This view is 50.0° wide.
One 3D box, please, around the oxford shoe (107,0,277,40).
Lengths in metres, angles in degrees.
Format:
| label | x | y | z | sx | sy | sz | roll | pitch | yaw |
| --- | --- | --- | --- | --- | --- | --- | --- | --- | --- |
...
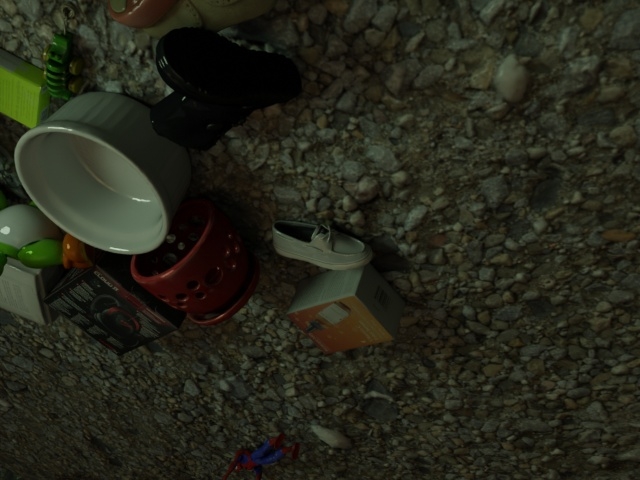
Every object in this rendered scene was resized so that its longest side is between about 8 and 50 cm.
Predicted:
| label | x | y | z | sx | sy | sz | roll | pitch | yaw |
| --- | --- | --- | --- | --- | --- | --- | --- | --- | --- |
| oxford shoe | -0.077 | -0.361 | 0.813 | 0.397 | 0.140 | 0.146 | -21 | 154 | 34 |

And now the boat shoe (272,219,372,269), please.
| label | x | y | z | sx | sy | sz | roll | pitch | yaw |
| --- | --- | --- | --- | --- | --- | --- | --- | --- | --- |
| boat shoe | 0.000 | 0.000 | 1.192 | 0.184 | 0.066 | 0.063 | 15 | 141 | 24 |

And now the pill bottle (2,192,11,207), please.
| label | x | y | z | sx | sy | sz | roll | pitch | yaw |
| --- | --- | --- | --- | --- | --- | --- | --- | --- | --- |
| pill bottle | -0.730 | -0.101 | 1.382 | 0.103 | 0.103 | 0.184 | -23 | 121 | 40 |

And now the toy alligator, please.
| label | x | y | z | sx | sy | sz | roll | pitch | yaw |
| --- | --- | --- | --- | --- | --- | --- | --- | --- | --- |
| toy alligator | -0.409 | -0.283 | 1.077 | 0.056 | 0.051 | 0.189 | 24 | 140 | -2 |

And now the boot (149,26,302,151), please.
| label | x | y | z | sx | sy | sz | roll | pitch | yaw |
| --- | --- | --- | --- | --- | --- | --- | --- | --- | --- |
| boot | -0.173 | -0.195 | 0.950 | 0.207 | 0.246 | 0.094 | -21 | 82 | 37 |

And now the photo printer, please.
| label | x | y | z | sx | sy | sz | roll | pitch | yaw |
| --- | --- | --- | --- | --- | --- | --- | --- | --- | --- |
| photo printer | -0.736 | 0.051 | 1.543 | 0.308 | 0.107 | 0.256 | 22 | 143 | 3 |

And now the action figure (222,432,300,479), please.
| label | x | y | z | sx | sy | sz | roll | pitch | yaw |
| --- | --- | --- | --- | --- | --- | --- | --- | --- | --- |
| action figure | -0.179 | 0.630 | 1.898 | 0.091 | 0.139 | 0.280 | 38 | 140 | -15 |

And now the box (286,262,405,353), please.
| label | x | y | z | sx | sy | sz | roll | pitch | yaw |
| --- | --- | --- | --- | --- | --- | --- | --- | --- | --- |
| box | 0.047 | 0.127 | 1.278 | 0.170 | 0.091 | 0.130 | -21 | 123 | 39 |

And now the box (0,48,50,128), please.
| label | x | y | z | sx | sy | sz | roll | pitch | yaw |
| --- | --- | --- | --- | --- | --- | --- | --- | --- | --- |
| box | -0.547 | -0.272 | 1.160 | 0.178 | 0.042 | 0.109 | 28 | 139 | -5 |

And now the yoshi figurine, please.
| label | x | y | z | sx | sy | sz | roll | pitch | yaw |
| --- | --- | --- | --- | --- | --- | --- | --- | --- | --- |
| yoshi figurine | -0.611 | -0.035 | 1.271 | 0.362 | 0.203 | 0.203 | -2 | 107 | -2 |

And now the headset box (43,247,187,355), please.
| label | x | y | z | sx | sy | sz | roll | pitch | yaw |
| --- | --- | --- | --- | --- | --- | --- | --- | --- | --- |
| headset box | -0.420 | 0.116 | 1.467 | 0.218 | 0.110 | 0.293 | 43 | 136 | -21 |

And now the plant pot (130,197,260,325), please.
| label | x | y | z | sx | sy | sz | roll | pitch | yaw |
| --- | --- | --- | --- | --- | --- | --- | --- | --- | --- |
| plant pot | -0.214 | 0.046 | 1.242 | 0.191 | 0.191 | 0.174 | -15 | 133 | 36 |

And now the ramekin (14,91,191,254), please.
| label | x | y | z | sx | sy | sz | roll | pitch | yaw |
| --- | --- | --- | --- | --- | --- | --- | --- | --- | --- |
| ramekin | -0.357 | -0.118 | 1.168 | 0.277 | 0.135 | 0.277 | 13 | 138 | 12 |
